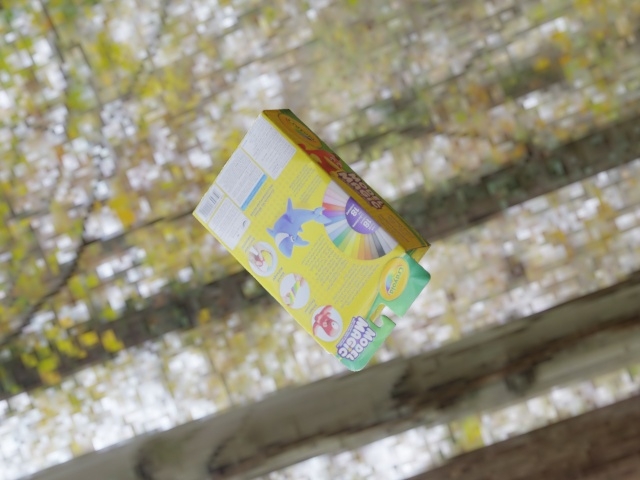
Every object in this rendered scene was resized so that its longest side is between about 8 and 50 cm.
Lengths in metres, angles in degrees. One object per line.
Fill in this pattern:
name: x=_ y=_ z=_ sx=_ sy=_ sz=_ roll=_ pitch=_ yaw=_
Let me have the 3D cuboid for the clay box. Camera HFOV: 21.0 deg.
clay box: x=0.000 y=0.000 z=1.548 sx=0.222 sy=0.127 sz=0.053 roll=45 pitch=-154 yaw=18
